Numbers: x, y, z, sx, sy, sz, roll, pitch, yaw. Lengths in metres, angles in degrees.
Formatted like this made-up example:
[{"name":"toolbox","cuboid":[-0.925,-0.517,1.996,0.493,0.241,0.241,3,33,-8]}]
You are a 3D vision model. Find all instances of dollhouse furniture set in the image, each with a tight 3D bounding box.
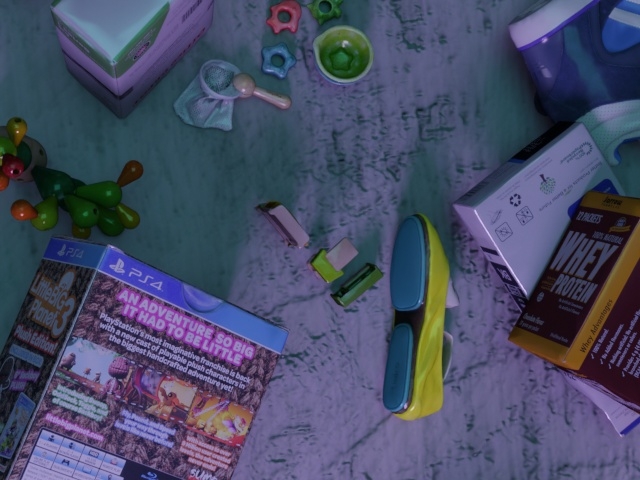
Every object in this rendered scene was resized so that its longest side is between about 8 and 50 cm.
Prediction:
[{"name":"dollhouse furniture set","cuboid":[0.000,0.000,1.467,0.058,0.076,0.151,-41,101,-9]}]

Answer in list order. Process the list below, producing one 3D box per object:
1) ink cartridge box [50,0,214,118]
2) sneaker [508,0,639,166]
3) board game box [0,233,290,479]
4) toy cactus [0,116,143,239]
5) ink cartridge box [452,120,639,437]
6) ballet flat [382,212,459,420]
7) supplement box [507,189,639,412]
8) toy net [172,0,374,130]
[{"name":"ink cartridge box","cuboid":[-0.192,-0.236,1.391,0.092,0.219,0.160,41,78,1]},{"name":"sneaker","cuboid":[0.392,-0.227,1.540,0.323,0.130,0.236,-34,98,-15]},{"name":"board game box","cuboid":[-0.205,0.173,1.335,0.232,0.141,0.291,29,78,-33]},{"name":"toy cactus","cuboid":[-0.289,-0.076,1.391,0.180,0.219,0.112,36,99,34]},{"name":"ink cartridge box","cuboid":[0.304,0.045,1.492,0.165,0.065,0.332,-37,105,-11]},{"name":"ballet flat","cuboid":[0.117,0.087,1.484,0.077,0.077,0.231,8,85,-30]},{"name":"supplement box","cuboid":[0.344,0.077,1.408,0.194,0.129,0.191,30,87,-19]},{"name":"toy net","cuboid":[-0.061,-0.204,1.495,0.232,0.045,0.122,-22,88,-11]}]
